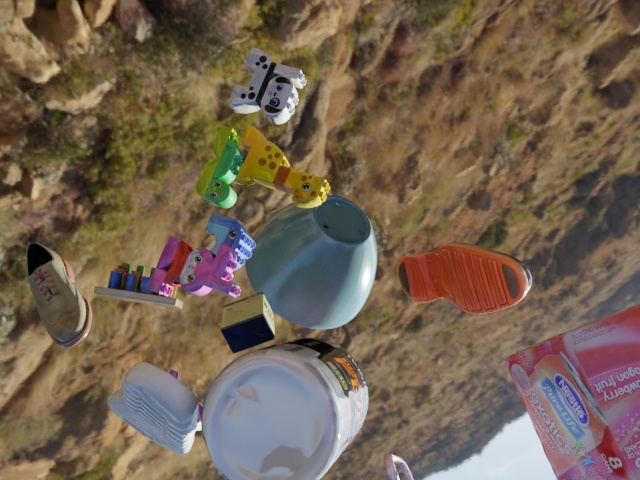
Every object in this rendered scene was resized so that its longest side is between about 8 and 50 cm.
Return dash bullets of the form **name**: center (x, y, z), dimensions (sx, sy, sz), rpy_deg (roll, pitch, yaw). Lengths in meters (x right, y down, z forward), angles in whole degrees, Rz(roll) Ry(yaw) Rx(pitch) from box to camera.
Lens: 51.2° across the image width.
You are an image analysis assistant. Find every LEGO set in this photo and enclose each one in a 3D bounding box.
- **LEGO set**: center (-0.050, -0.041, 0.587), dimensions (0.093, 0.227, 0.087), rpy_deg (18, 170, 15)

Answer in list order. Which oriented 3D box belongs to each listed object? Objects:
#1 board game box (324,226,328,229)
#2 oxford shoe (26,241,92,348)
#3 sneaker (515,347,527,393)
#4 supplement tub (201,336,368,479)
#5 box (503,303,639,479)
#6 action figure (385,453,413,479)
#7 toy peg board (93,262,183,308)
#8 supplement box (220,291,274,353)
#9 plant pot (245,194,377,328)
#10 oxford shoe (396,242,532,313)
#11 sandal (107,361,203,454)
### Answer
- **board game box**: center (0.000, 0.000, 1.440), dimensions (0.169, 0.133, 0.033), rpy_deg (-4, -168, 22)
- **oxford shoe**: center (-0.678, 0.134, 1.678), dimensions (0.123, 0.348, 0.130), rpy_deg (-36, 136, -10)
- **sneaker**: center (0.428, 0.232, 1.048), dimensions (0.153, 0.101, 0.269), rpy_deg (-18, 145, 41)
- **supplement tub**: center (-0.037, 0.264, 1.073), dimensions (0.207, 0.207, 0.338), rpy_deg (-28, 171, 10)
- **box**: center (0.378, 0.136, 0.711), dimensions (0.300, 0.154, 0.142), rpy_deg (-16, 164, -16)
- **action figure**: center (0.232, 0.692, 1.462), dimensions (0.275, 0.370, 0.248), rpy_deg (-55, 150, 0)
- **toy peg board**: center (-0.365, 0.088, 1.379), dimensions (0.161, 0.079, 0.160), rpy_deg (9, 170, -6)
- **supplement box**: center (-0.132, 0.149, 1.216), dimensions (0.083, 0.056, 0.083), rpy_deg (-20, -153, 4)
- **plant pot**: center (0.007, 0.015, 1.432), dimensions (0.290, 0.290, 0.195), rpy_deg (-12, 150, -37)
- **oxford shoe**: center (0.281, 0.051, 1.242), dimensions (0.133, 0.130, 0.364), rpy_deg (-18, -172, -21)
- **sandal**: center (-0.258, 0.274, 1.130), dimensions (0.102, 0.169, 0.416), rpy_deg (-53, -175, -29)
